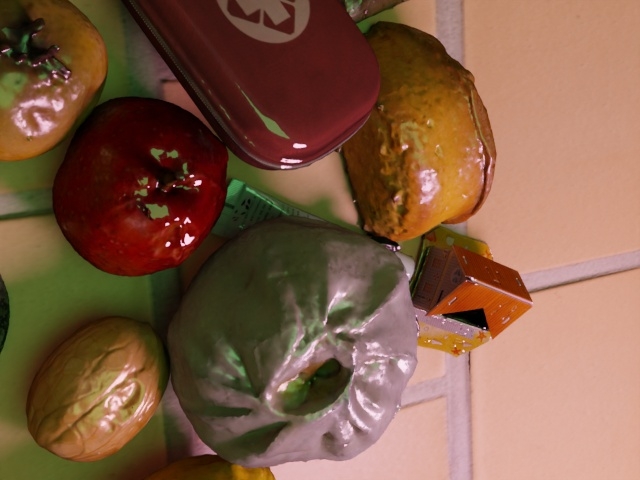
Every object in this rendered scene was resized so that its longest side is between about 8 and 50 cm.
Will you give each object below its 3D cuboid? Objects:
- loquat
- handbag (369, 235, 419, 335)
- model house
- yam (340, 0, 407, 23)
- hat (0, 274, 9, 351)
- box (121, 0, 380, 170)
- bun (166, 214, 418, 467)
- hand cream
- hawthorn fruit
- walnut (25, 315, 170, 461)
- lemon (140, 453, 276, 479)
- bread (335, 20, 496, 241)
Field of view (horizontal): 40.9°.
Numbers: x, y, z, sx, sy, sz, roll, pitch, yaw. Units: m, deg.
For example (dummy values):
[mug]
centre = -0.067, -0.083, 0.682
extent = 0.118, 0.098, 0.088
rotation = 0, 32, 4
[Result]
[loquat]
centre = -0.354, -0.195, 0.971
extent = 0.213, 0.213, 0.213
rotation = -6, 102, -27
[handbag]
centre = -0.008, 0.134, 1.267
extent = 0.332, 0.075, 0.191
rotation = -26, 110, -7
[model house]
centre = 0.257, 0.102, 1.392
extent = 0.219, 0.136, 0.207
rotation = 23, 87, -30
[yam]
centre = 0.151, -0.406, 1.278
extent = 0.317, 0.067, 0.071
rotation = -29, 125, -19
[hat]
centre = -0.488, 0.115, 1.006
extent = 0.266, 0.128, 0.265
rotation = -7, 103, -31
[box]
centre = -0.094, -0.282, 1.074
extent = 0.263, 0.108, 0.403
rotation = -42, 99, -35
[bun]
centre = -0.028, 0.136, 1.120
extent = 0.355, 0.194, 0.354
rotation = -2, 100, -11
[hand cream]
centre = 0.000, 0.000, 1.279
extent = 0.331, 0.058, 0.085
rotation = 19, 101, -30
[hawthorn fruit]
centre = -0.213, -0.068, 1.042
extent = 0.210, 0.266, 0.230
rotation = 35, 79, -14
[walnut]
centre = -0.286, 0.191, 1.114
extent = 0.159, 0.159, 0.206
rotation = 43, 80, -28
[lemon]
centre = -0.184, 0.445, 1.157
extent = 0.316, 0.286, 0.285
rotation = -37, 117, -45
[bread]
centre = 0.142, -0.151, 1.258
extent = 0.194, 0.179, 0.339
rotation = -25, 110, -21
